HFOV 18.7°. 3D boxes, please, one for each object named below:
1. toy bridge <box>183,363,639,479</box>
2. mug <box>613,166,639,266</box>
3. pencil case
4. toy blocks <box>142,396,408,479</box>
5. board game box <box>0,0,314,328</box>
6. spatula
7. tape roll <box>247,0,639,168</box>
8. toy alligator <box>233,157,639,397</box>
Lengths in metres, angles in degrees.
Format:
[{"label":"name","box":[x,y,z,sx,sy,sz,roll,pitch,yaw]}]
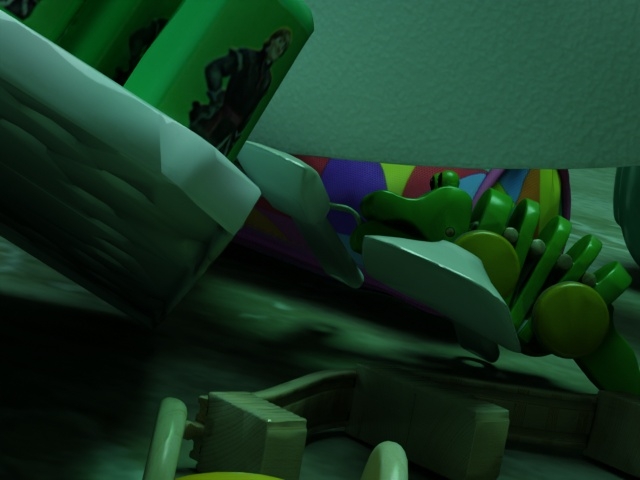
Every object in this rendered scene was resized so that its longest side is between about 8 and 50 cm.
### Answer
[{"label":"toy bridge","box":[0.031,0.057,0.612,0.188,0.026,0.063,4,10,-40]},{"label":"mug","box":[0.216,-0.024,1.069,0.097,0.158,0.129,12,34,18]},{"label":"pencil case","box":[-0.006,-0.029,0.871,0.236,0.104,0.104,16,10,32]},{"label":"toy blocks","box":[0.032,0.081,0.398,0.148,0.054,0.123,12,9,-4]},{"label":"board game box","box":[-0.190,-0.108,0.528,0.390,0.050,0.390,33,-9,-3]},{"label":"spatula","box":[0.000,0.000,0.681,0.168,0.019,0.242,27,-7,11]},{"label":"tape roll","box":[0.100,-0.111,0.789,0.392,0.072,0.392,-3,17,1]},{"label":"toy alligator","box":[0.056,-0.001,0.747,0.189,0.051,0.056,30,-7,-6]}]
